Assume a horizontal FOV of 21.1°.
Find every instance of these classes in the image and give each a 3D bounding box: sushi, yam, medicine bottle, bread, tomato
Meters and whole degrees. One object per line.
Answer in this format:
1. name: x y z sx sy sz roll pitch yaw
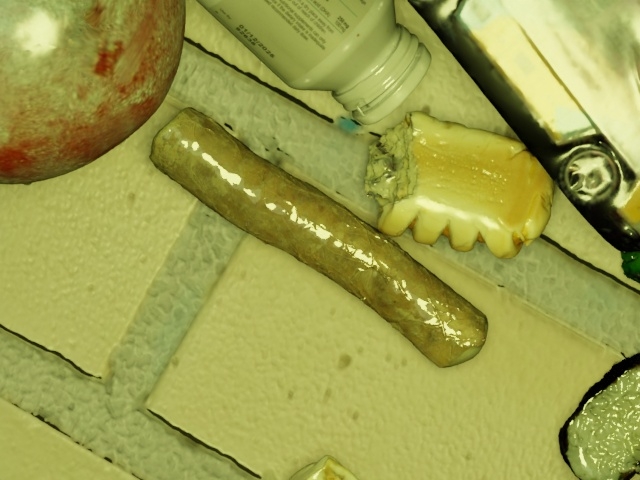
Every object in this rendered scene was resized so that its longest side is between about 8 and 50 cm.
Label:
1. sushi: 0.287 0.163 1.589 0.150 0.078 0.090 -43 84 3
2. yam: 0.000 0.000 1.594 0.356 0.081 0.081 36 92 -1
3. medicine bottle: -0.005 -0.208 1.552 0.215 0.135 0.135 42 92 -17
4. bread: 0.125 -0.046 1.579 0.177 0.084 0.119 16 67 1
5. tomato: -0.274 -0.205 1.501 0.316 0.282 0.317 -1 70 4

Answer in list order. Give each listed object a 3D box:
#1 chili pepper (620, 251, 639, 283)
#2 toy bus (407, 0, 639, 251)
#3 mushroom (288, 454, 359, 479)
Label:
1. chili pepper: 0.408 -0.043 1.586 0.122 0.065 0.279 40 97 -5
2. toy bus: 0.219 -0.182 1.525 0.162 0.171 0.386 -38 91 16
3. mushroom: 0.115 0.321 1.586 0.351 0.095 0.123 30 112 -3
